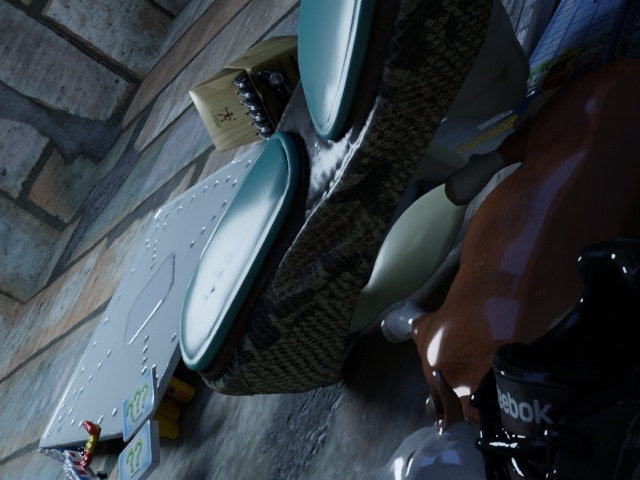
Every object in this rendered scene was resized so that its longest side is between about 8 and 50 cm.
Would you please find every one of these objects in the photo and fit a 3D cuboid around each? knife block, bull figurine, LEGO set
[{"bbox_3d":[-0.021,-0.197,1.266,0.242,0.088,0.275,-14,20,32],"label":"knife block"},{"bbox_3d":[0.113,0.032,0.604,0.310,0.101,0.188,-57,13,-12],"label":"bull figurine"},{"bbox_3d":[-0.237,0.262,1.085,0.244,0.060,0.182,-49,38,38],"label":"LEGO set"}]

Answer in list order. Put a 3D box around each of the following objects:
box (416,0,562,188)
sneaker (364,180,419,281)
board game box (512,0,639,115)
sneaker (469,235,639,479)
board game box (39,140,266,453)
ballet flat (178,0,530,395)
[{"bbox_3d":[0.155,-0.173,0.883,0.183,0.056,0.231,-30,33,53],"label":"box"},{"bbox_3d":[0.000,0.000,0.935,0.258,0.091,0.094,-58,20,-2],"label":"sneaker"},{"bbox_3d":[0.233,-0.178,0.700,0.194,0.060,0.194,-19,43,60],"label":"board game box"},{"bbox_3d":[0.107,0.118,0.445,0.276,0.135,0.097,-61,22,-7],"label":"sneaker"},{"bbox_3d":[-0.199,0.087,1.338,0.390,0.050,0.390,-24,38,57],"label":"board game box"},{"bbox_3d":[0.037,-0.071,0.734,0.164,0.182,0.483,-107,30,-47],"label":"ballet flat"}]
